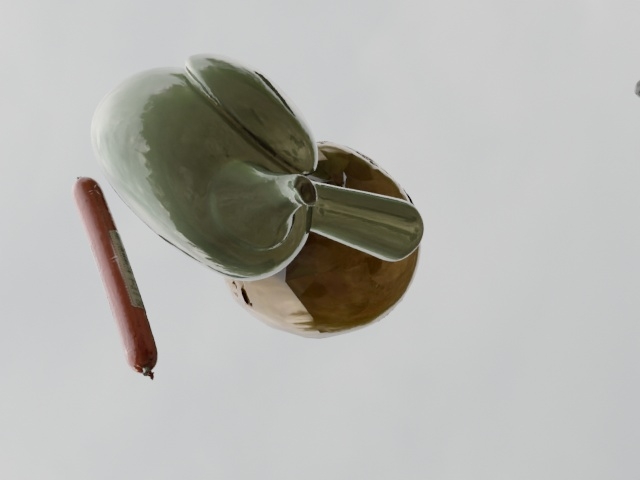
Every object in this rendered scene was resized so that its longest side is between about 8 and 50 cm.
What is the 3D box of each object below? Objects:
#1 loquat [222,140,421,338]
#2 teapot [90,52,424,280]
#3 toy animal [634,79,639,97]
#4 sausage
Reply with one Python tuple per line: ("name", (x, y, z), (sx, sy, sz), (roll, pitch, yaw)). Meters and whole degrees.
("loquat", (0.000, 0.000, 2.148), (0.235, 0.235, 0.235), (-19, -67, -53))
("teapot", (-0.059, -0.057, 1.593), (0.149, 0.220, 0.318), (-46, -20, 9))
("toy animal", (0.368, -0.164, 1.631), (0.073, 0.217, 0.176), (17, -136, -22))
("sausage", (-0.191, 0.030, 1.739), (0.034, 0.034, 0.253), (45, -162, -50))
